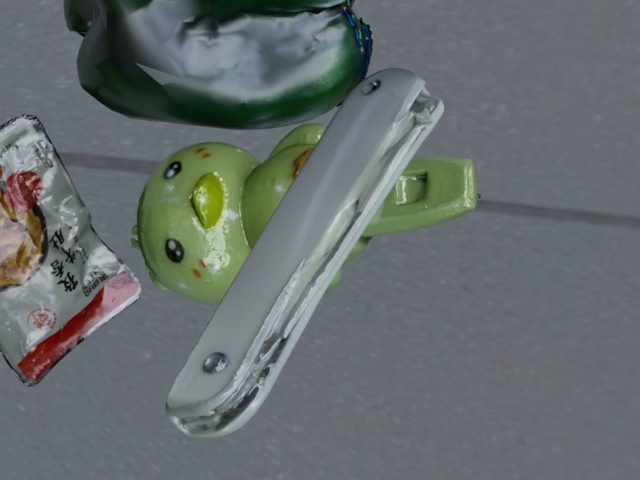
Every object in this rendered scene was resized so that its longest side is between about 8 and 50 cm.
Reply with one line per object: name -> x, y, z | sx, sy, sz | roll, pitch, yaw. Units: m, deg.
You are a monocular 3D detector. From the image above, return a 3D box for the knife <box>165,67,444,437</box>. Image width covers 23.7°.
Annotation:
knife -> -0.003, 0.001, 0.876 | 0.040, 0.073, 0.265 | 50, 57, -27

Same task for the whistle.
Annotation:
whistle -> -0.032, -0.026, 1.176 | 0.141, 0.294, 0.141 | 21, 63, -47

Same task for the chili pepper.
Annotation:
chili pepper -> -0.080, -0.217, 1.227 | 0.257, 0.233, 0.248 | -7, 123, -11

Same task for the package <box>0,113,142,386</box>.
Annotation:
package -> -0.277, 0.010, 1.436 | 0.154, 0.030, 0.239 | -39, 126, -15
